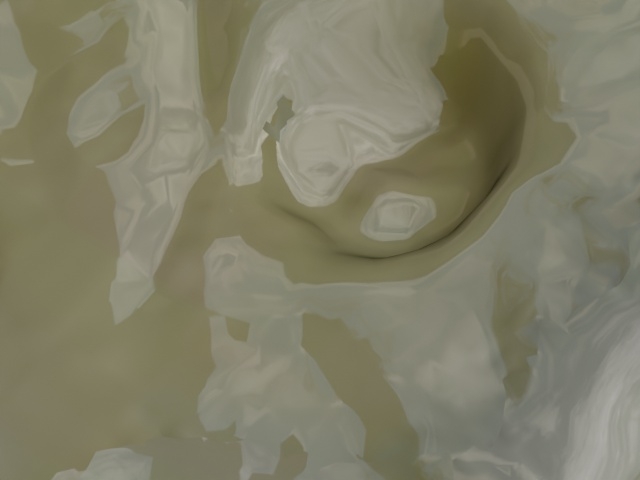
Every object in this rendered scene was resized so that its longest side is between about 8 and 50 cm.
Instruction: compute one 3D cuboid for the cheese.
[{"bbox_3d":[-0.014,-0.021,0.426,0.326,0.115,0.318,-7,57,12],"label":"cheese"}]
